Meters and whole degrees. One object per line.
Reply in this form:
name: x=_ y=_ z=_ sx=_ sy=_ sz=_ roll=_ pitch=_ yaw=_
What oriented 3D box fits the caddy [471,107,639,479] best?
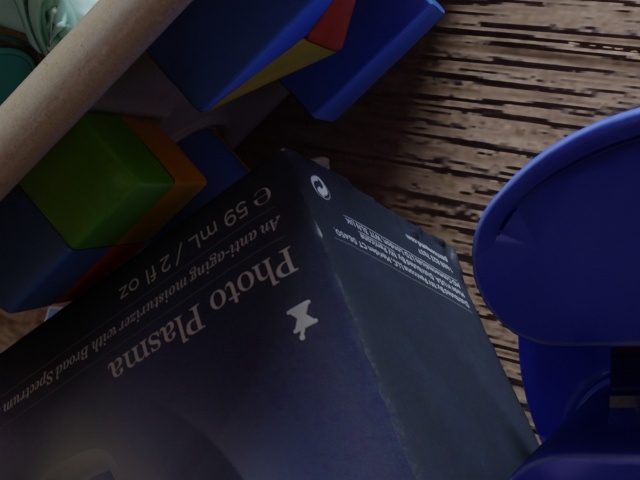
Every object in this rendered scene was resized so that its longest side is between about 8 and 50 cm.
caddy: x=0.223 y=0.049 z=0.482 sx=0.341 sy=0.179 sz=0.241 roll=-2 pitch=93 yaw=33

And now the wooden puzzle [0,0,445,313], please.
wooden puzzle: x=-0.053 y=-0.074 z=0.663 sx=0.322 sy=0.348 sz=0.080 roll=-44 pitch=86 yaw=13

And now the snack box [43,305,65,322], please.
snack box: x=-0.179 y=0.133 z=0.825 sx=0.064 sy=0.022 sz=0.178 roll=4 pitch=75 yaw=37

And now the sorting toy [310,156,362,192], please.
sorting toy: x=0.000 y=0.000 z=0.747 sx=0.083 sy=0.045 sz=0.075 roll=42 pitch=117 yaw=38

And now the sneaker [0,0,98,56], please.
sneaker: x=-0.190 y=-0.141 z=0.851 sx=0.256 sy=0.094 sz=0.151 roll=14 pitch=55 yaw=28

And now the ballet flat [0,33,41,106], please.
ballet flat: x=-0.326 y=-0.094 z=0.985 sx=0.247 sy=0.083 sz=0.087 roll=-41 pitch=40 yaw=13

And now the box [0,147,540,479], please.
box: x=-0.037 y=0.168 z=0.612 sx=0.296 sy=0.183 sz=0.294 roll=-35 pitch=57 yaw=19
